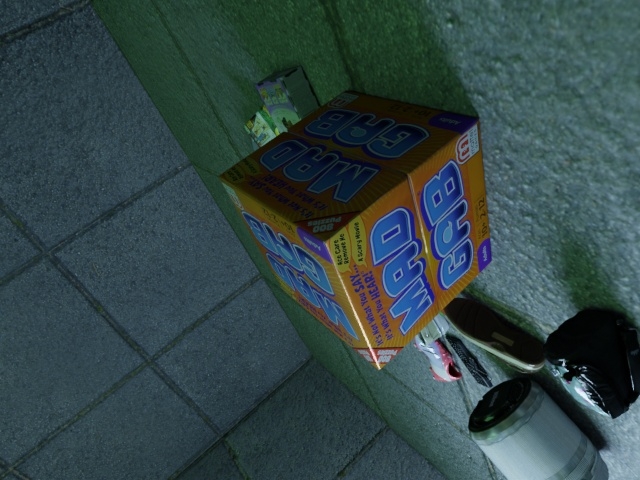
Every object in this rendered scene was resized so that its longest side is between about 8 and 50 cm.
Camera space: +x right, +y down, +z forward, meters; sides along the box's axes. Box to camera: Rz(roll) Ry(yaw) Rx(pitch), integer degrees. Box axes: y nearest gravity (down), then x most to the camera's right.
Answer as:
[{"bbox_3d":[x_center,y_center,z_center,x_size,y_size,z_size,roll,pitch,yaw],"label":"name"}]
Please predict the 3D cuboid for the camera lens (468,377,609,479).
[{"bbox_3d":[0.532,0.504,1.118,0.274,0.219,0.219,48,162,9],"label":"camera lens"}]

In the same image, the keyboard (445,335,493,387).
[{"bbox_3d":[0.452,0.380,1.369,0.192,0.038,0.100,53,162,-6],"label":"keyboard"}]

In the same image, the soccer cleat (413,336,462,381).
[{"bbox_3d":[0.382,0.363,1.470,0.095,0.083,0.247,-14,111,38],"label":"soccer cleat"}]

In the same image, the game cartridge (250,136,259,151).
[{"bbox_3d":[-0.159,-0.268,1.578,0.196,0.060,0.294,38,158,27],"label":"game cartridge"}]

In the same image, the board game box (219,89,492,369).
[{"bbox_3d":[0.085,-0.043,0.926,0.356,0.356,0.356,32,153,45],"label":"board game box"}]

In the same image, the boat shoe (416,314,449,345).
[{"bbox_3d":[0.267,0.180,1.336,0.302,0.094,0.109,52,162,-2],"label":"boat shoe"}]

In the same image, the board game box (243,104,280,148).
[{"bbox_3d":[-0.120,-0.289,1.387,0.136,0.030,0.259,-32,97,40],"label":"board game box"}]

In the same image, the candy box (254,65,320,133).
[{"bbox_3d":[-0.071,-0.346,1.184,0.165,0.070,0.196,22,145,57],"label":"candy box"}]

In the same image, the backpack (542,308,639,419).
[{"bbox_3d":[0.503,0.229,0.818,0.182,0.152,0.115,53,178,-16],"label":"backpack"}]

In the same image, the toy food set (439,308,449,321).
[{"bbox_3d":[0.370,0.208,1.261,0.083,0.020,0.082,40,159,31],"label":"toy food set"}]

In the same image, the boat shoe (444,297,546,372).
[{"bbox_3d":[0.418,0.240,1.096,0.257,0.095,0.095,37,163,37],"label":"boat shoe"}]
